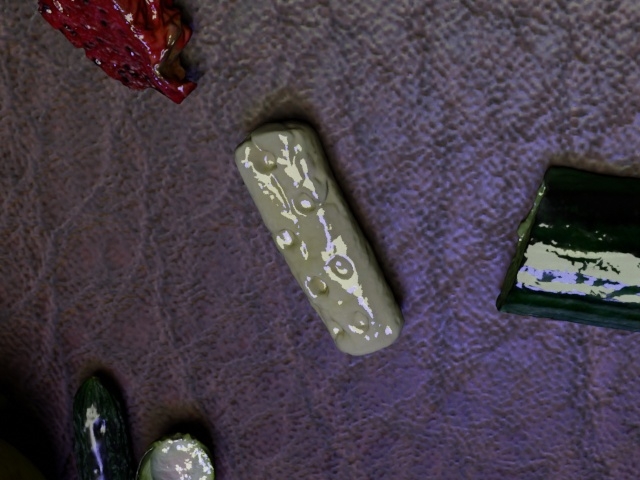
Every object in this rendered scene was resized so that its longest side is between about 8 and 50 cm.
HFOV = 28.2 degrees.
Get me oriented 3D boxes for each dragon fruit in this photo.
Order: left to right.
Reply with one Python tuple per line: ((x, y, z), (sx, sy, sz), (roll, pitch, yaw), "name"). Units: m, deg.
((-0.127, -0.162, 0.889), (0.131, 0.063, 0.097), (40, 150, -10), "dragon fruit")

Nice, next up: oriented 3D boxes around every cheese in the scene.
((0.000, 0.000, 0.940), (0.065, 0.043, 0.194), (-19, 112, 19), "cheese")

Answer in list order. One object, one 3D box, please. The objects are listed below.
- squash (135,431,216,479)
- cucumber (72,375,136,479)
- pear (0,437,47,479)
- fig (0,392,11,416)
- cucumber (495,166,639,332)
((-0.126, 0.261, 1.089), (0.069, 0.069, 0.239), (10, 119, 7), "squash")
((-0.185, 0.210, 1.086), (0.058, 0.052, 0.214), (26, 124, 39), "cucumber")
((-0.337, 0.273, 1.015), (0.287, 0.375, 0.287), (-9, 70, 26), "pear")
((-0.346, 0.079, 1.015), (0.245, 0.149, 0.149), (38, 119, -22), "fig")
((0.190, 0.015, 0.899), (0.115, 0.062, 0.116), (8, 120, 4), "cucumber")
